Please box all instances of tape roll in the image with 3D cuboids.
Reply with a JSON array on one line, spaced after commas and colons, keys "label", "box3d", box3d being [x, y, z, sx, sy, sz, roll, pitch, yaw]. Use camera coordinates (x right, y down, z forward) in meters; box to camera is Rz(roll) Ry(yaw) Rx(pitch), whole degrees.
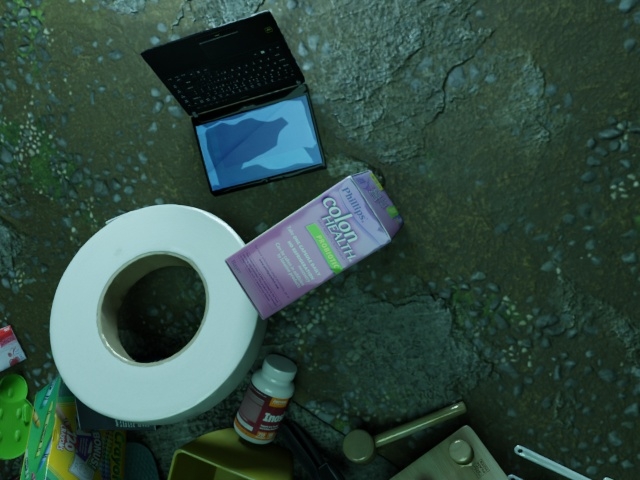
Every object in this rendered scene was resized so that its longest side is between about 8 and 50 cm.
[{"label": "tape roll", "box3d": [-0.285, 0.124, 1.106, 0.391, 0.072, 0.392, -4, 68, 10]}]

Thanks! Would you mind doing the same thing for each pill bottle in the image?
[{"label": "pill bottle", "box3d": [-0.100, 0.296, 1.173, 0.086, 0.086, 0.152, 24, 104, 8]}]

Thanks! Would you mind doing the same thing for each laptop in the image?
[{"label": "laptop", "box3d": [-0.142, -0.222, 1.075, 0.234, 0.264, 0.137, -13, 59, 14]}]

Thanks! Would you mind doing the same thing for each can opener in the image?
[{"label": "can opener", "box3d": [-0.011, 0.414, 1.163, 0.073, 0.059, 0.186, -51, 56, 10]}]

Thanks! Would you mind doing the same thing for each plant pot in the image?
[{"label": "plant pot", "box3d": [-0.158, 0.473, 1.162, 0.212, 0.187, 0.212, 18, 102, 10]}]

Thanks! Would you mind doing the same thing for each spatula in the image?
[{"label": "spatula", "box3d": [0.437, 0.477, 1.114, 0.242, 0.019, 0.168, 23, 104, 8]}]

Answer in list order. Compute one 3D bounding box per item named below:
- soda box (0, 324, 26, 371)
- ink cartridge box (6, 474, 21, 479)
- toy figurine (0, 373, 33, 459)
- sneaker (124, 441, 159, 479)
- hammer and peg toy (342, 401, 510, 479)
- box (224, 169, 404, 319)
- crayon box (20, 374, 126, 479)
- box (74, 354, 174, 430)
[{"label": "soda box", "box3d": [-0.762, 0.272, 1.318, 0.263, 0.092, 0.084, -24, 93, 15]}, {"label": "ink cartridge box", "box3d": [-0.716, 0.697, 1.223, 0.160, 0.384, 0.279, -21, 93, 15]}, {"label": "toy figurine", "box3d": [-0.709, 0.377, 1.324, 0.159, 0.130, 0.173, -11, 74, 24]}, {"label": "sneaker", "box3d": [-0.408, 0.588, 1.238, 0.208, 0.127, 0.319, -30, 58, 20]}, {"label": "hammer and peg toy", "box3d": [0.191, 0.431, 1.029, 0.266, 0.127, 0.361, -36, 60, 2]}, {"label": "box", "box3d": [0.000, 0.000, 1.038, 0.243, 0.213, 0.117, -34, 90, 15]}, {"label": "crayon box", "box3d": [-0.450, 0.406, 1.152, 0.081, 0.278, 0.165, -36, 128, 16]}, {"label": "box", "box3d": [-0.354, 0.287, 1.195, 0.158, 0.156, 0.093, -3, 99, 13]}]
